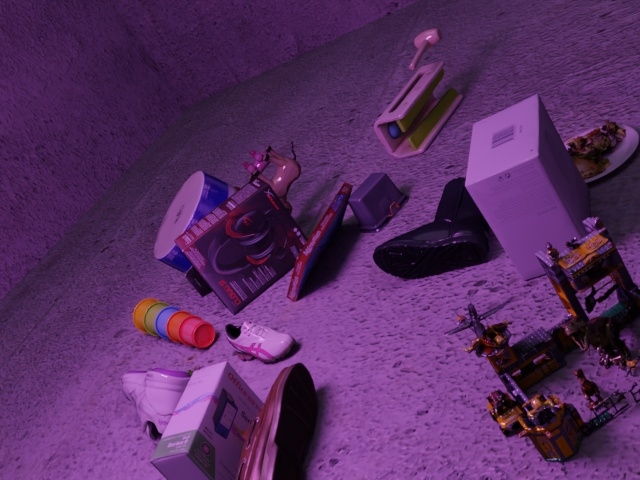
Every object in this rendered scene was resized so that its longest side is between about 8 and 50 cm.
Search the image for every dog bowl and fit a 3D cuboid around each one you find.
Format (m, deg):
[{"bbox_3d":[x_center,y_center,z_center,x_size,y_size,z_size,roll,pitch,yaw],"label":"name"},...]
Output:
[{"bbox_3d":[-0.331,-0.046,2.043,0.265,0.104,0.265,-45,29,34],"label":"dog bowl"}]

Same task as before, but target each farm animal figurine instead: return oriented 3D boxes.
[{"bbox_3d":[-0.176,-0.074,2.113,0.330,0.172,0.327,-26,41,53],"label":"farm animal figurine"}]

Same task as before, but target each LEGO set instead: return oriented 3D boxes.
[{"bbox_3d":[0.343,0.115,1.056,0.331,0.192,0.255,-31,24,10],"label":"LEGO set"}]

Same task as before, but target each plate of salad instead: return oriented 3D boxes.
[{"bbox_3d":[0.526,-0.176,1.531,0.199,0.048,0.200,-29,24,15],"label":"plate of salad"}]

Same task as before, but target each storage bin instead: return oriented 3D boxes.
[{"bbox_3d":[0.133,-0.095,1.841,0.135,0.091,0.098,-48,27,-24],"label":"storage bin"}]

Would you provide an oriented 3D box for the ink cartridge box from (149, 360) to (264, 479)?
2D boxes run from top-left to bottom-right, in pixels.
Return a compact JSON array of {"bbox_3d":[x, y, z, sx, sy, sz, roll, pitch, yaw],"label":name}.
[{"bbox_3d":[-0.187,0.346,1.370,0.093,0.154,0.212,-22,27,27],"label":"ink cartridge box"}]

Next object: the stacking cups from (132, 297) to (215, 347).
[{"bbox_3d":[-0.366,0.204,1.934,0.096,0.096,0.316,-47,26,-25],"label":"stacking cups"}]

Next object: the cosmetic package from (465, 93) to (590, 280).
[{"bbox_3d":[0.371,-0.094,1.365,0.138,0.225,0.224,-24,26,29],"label":"cosmetic package"}]

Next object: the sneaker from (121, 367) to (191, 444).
[{"bbox_3d":[-0.360,0.350,1.634,0.305,0.114,0.152,155,123,-63],"label":"sneaker"}]

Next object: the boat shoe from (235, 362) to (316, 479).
[{"bbox_3d":[-0.085,0.333,1.316,0.104,0.111,0.307,-22,27,24],"label":"boat shoe"}]

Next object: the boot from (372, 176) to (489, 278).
[{"bbox_3d":[0.243,-0.031,1.571,0.246,0.094,0.207,-10,37,31],"label":"boot"}]

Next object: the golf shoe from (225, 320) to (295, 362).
[{"bbox_3d":[-0.134,0.211,1.636,0.186,0.086,0.067,-8,34,43],"label":"golf shoe"}]

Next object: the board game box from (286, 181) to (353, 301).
[{"bbox_3d":[0.000,0.000,1.809,0.145,0.027,0.281,104,-167,-47],"label":"board game box"}]

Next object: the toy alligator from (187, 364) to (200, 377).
[{"bbox_3d":[-0.281,0.308,1.688,0.056,0.051,0.190,-35,24,0],"label":"toy alligator"}]

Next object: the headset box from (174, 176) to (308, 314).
[{"bbox_3d":[-0.197,0.021,1.903,0.293,0.218,0.110,-38,24,-8],"label":"headset box"}]

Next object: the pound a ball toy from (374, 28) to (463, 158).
[{"bbox_3d":[0.251,-0.401,2.104,0.135,0.208,0.319,-7,37,46],"label":"pound a ball toy"}]
